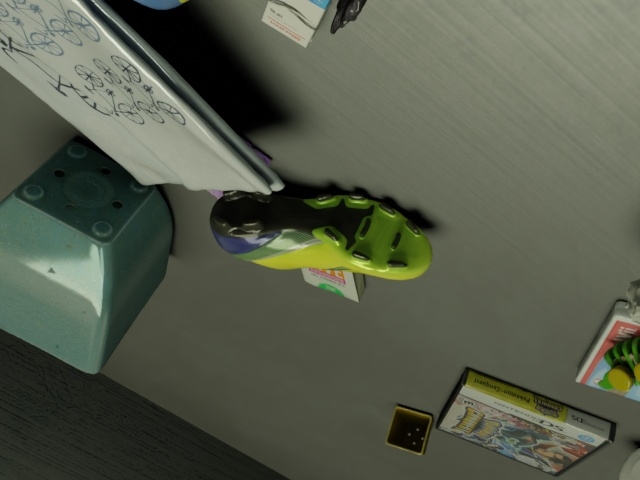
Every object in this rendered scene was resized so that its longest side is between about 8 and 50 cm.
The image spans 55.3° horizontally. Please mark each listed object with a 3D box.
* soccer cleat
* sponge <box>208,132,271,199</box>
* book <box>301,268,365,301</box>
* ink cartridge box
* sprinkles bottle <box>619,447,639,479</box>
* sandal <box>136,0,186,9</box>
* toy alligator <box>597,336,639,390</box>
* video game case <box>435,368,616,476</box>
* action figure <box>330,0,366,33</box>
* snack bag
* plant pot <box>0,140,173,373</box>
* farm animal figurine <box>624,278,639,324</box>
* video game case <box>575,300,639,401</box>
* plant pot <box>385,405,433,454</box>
[{"bbox_3d":[0.000,-0.001,0.777,0.289,0.093,0.121,10,154,15],"label":"soccer cleat"},{"bbox_3d":[-0.172,-0.131,0.769,0.210,0.031,0.117,36,149,-17],"label":"sponge"},{"bbox_3d":[0.012,0.029,0.885,0.096,0.035,0.144,18,151,21],"label":"book"},{"bbox_3d":[-0.020,-0.205,0.537,0.048,0.028,0.083,30,150,-6],"label":"ink cartridge box"},{"bbox_3d":[0.622,0.471,1.015,0.121,0.121,0.355,-10,135,46],"label":"sprinkles bottle"},{"bbox_3d":[-0.216,-0.304,0.460,0.317,0.126,0.138,45,154,-17],"label":"sandal"},{"bbox_3d":[0.382,0.129,0.686,0.051,0.056,0.189,67,150,11],"label":"toy alligator"},{"bbox_3d":[0.350,0.336,1.098,0.248,0.035,0.275,19,149,12],"label":"video game case"},{"bbox_3d":[-0.034,-0.239,0.388,0.275,0.141,0.164,1,135,-36],"label":"action figure"},{"bbox_3d":[-0.242,-0.156,0.672,0.342,0.037,0.323,9,152,49],"label":"snack bag"},{"bbox_3d":[-0.371,0.001,0.940,0.248,0.247,0.252,29,133,-5],"label":"plant pot"},{"bbox_3d":[0.406,-0.001,0.413,0.330,0.172,0.327,4,157,20],"label":"farm animal figurine"},{"bbox_3d":[0.484,0.171,0.746,0.285,0.025,0.204,16,149,18],"label":"video game case"},{"bbox_3d":[0.194,0.407,1.292,0.081,0.081,0.083,10,159,25],"label":"plant pot"}]
